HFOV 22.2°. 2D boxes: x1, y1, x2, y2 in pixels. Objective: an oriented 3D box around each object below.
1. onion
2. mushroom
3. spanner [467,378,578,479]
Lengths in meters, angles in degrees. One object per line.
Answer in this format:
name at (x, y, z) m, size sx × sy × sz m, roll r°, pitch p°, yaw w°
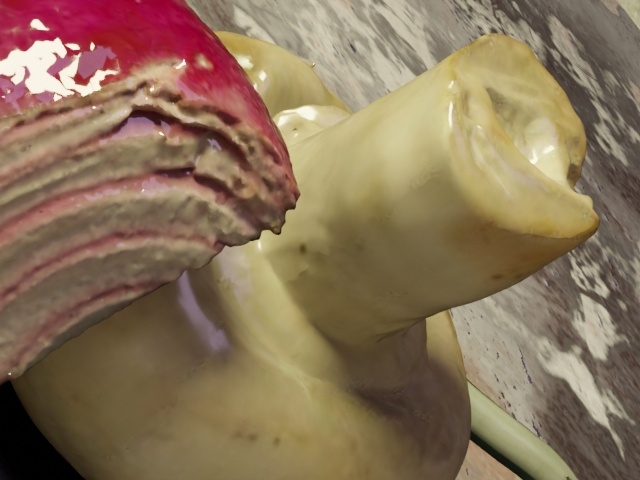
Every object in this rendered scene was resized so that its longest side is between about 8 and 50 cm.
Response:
onion at (-0.165, -0.064, 0.646) m, size 0.247 × 0.250 × 0.111 m, roll 51°, pitch -18°, yaw 25°
mushroom at (0.000, 0.000, 0.802) m, size 0.292 × 0.290 × 0.292 m, roll 36°, pitch 36°, yaw -32°
spanner at (0.151, 0.191, 1.038) m, size 0.325 × 0.096 × 0.040 m, roll 43°, pitch 27°, yaw -18°
